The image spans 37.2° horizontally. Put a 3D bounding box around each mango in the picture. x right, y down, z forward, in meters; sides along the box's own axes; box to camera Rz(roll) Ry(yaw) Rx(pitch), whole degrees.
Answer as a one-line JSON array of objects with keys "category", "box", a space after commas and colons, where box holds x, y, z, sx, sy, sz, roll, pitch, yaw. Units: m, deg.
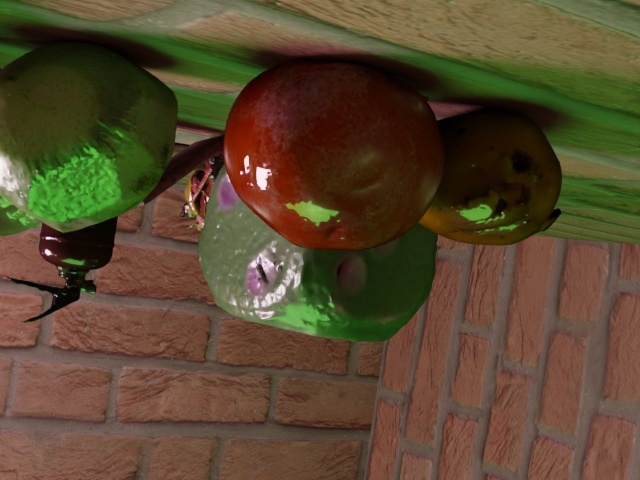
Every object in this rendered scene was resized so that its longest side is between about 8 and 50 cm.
[{"category": "mango", "box": [0.179, -0.071, 1.123, 0.201, 0.152, 0.287, -6, -178, -12]}]

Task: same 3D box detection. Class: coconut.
[{"category": "coconut", "box": [-0.272, -0.115, 1.080, 0.205, 0.235, 0.236, 21, -179, 11]}]

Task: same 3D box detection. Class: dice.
[{"category": "dice", "box": [0.000, 0.000, 1.692, 0.322, 0.330, 0.318, 12, 176, -41]}]

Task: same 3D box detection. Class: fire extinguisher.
[{"category": "fire extinguisher", "box": [-0.344, -0.051, 1.304, 0.138, 0.343, 0.102, 9, 178, -14]}]

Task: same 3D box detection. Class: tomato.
[{"category": "tomato", "box": [0.010, -0.083, 0.982, 0.232, 0.188, 0.232, 7, 176, 0]}]

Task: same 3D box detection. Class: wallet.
[{"category": "wallet", "box": [-0.260, -0.120, 1.646, 0.119, 0.025, 0.232, -7, -154, 47]}]

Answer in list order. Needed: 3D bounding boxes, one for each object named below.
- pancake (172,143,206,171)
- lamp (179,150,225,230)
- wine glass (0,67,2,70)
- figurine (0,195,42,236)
[{"category": "pancake", "box": [-0.313, -0.179, 2.122, 0.295, 0.049, 0.294, 7, 179, 0]}, {"category": "lamp", "box": [-0.237, -0.087, 2.028, 0.118, 0.118, 0.253, 9, 142, -26]}, {"category": "wine glass", "box": [-0.453, -0.156, 1.046, 0.111, 0.111, 0.204, 8, -159, 33]}, {"category": "figurine", "box": [-0.479, -0.101, 1.466, 0.185, 0.204, 0.332, 44, 166, -21]}]
